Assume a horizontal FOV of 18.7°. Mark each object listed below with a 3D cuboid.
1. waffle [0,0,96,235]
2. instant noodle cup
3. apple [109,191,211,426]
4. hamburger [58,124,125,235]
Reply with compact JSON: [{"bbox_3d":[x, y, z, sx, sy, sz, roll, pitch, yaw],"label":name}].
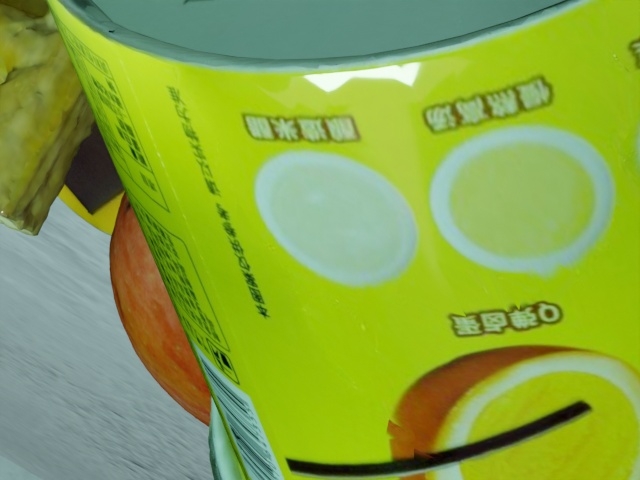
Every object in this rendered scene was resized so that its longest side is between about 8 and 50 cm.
[{"bbox_3d":[-0.201,-0.123,0.877,0.274,0.168,0.057,22,167,18],"label":"waffle"},{"bbox_3d":[0.071,-0.051,0.544,0.311,0.311,0.221,14,147,35],"label":"instant noodle cup"},{"bbox_3d":[0.000,0.000,0.883,0.164,0.209,0.209,40,165,18],"label":"apple"},{"bbox_3d":[-0.100,-0.069,0.986,0.141,0.081,0.126,41,147,7],"label":"hamburger"}]
